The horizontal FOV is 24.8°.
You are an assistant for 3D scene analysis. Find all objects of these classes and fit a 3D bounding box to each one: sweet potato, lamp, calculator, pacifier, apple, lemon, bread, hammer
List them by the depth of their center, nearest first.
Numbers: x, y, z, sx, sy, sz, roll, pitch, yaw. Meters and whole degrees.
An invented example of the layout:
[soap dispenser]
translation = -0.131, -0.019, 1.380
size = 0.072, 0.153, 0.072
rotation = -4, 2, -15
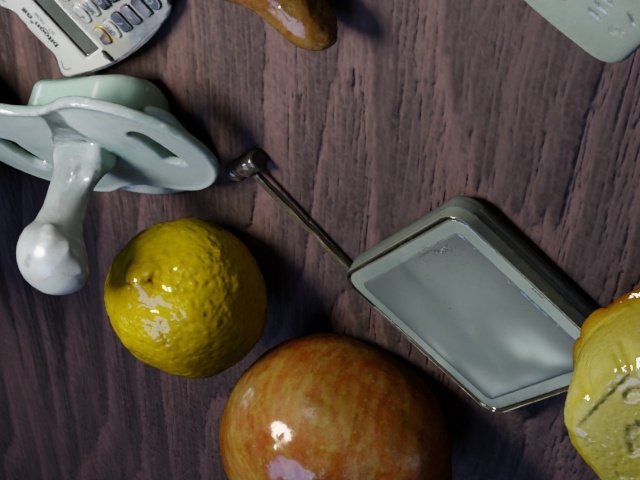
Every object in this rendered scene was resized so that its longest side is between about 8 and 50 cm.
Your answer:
[sweet potato]
translation = -0.128, -0.306, 1.443
size = 0.354, 0.095, 0.106
rotation = 31, 143, 6
[bread]
translation = 0.386, 0.170, 1.504
size = 0.270, 0.148, 0.270
rotation = 13, 132, 14
[calculator]
translation = -0.268, -0.284, 1.654
size = 0.177, 0.040, 0.268
rotation = 48, 145, -18
[lamp]
translation = 0.185, 0.082, 1.684
size = 0.269, 0.047, 0.266
rotation = 43, 147, -10
[pacifier]
translation = -0.283, -0.060, 1.751
size = 0.343, 0.269, 0.288
rotation = 3, 161, 38
[hammer]
translation = 0.000, 0.000, 1.778
size = 0.292, 0.029, 0.058
rotation = 45, 148, -17
[lemon]
translation = -0.168, 0.074, 1.854
size = 0.204, 0.204, 0.260
rotation = 20, 173, 25
[apple]
translation = 0.027, 0.253, 1.892
size = 0.309, 0.250, 0.277
rotation = 29, 138, -28

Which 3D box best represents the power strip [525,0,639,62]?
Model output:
[power strip]
translation = 0.241, -0.268, 1.174
size = 0.193, 0.059, 0.265
rotation = 39, 148, -4
